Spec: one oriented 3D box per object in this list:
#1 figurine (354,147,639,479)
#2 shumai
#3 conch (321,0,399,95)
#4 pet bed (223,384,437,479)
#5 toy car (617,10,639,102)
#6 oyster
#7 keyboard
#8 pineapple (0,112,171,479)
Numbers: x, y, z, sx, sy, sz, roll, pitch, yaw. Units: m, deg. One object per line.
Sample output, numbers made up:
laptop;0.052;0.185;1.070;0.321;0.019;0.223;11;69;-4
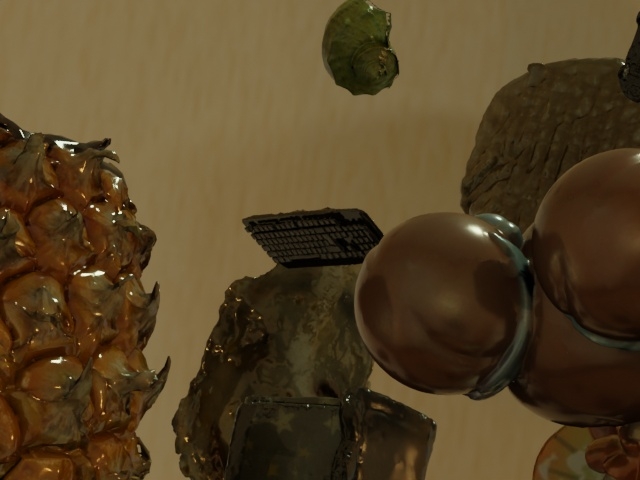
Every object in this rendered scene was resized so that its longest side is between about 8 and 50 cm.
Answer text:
figurine;0.222;0.124;1.397;0.276;0.388;0.248;-19;8;34
shumai;0.312;-0.013;2.223;0.267;0.314;0.262;-15;-41;20
conch;0.039;-0.192;1.932;0.074;0.089;0.121;16;30;-29
pet bed;0.017;0.245;1.679;0.159;0.211;0.183;-1;-25;19
toy car;0.294;-0.167;1.775;0.041;0.093;0.025;25;16;29
oyster;-0.055;0.199;2.149;0.204;0.396;0.111;9;-1;1
keyboard;-0.001;0.001;1.881;0.196;0.015;0.074;-3;-50;55
pineapple;-0.271;0.095;1.411;0.352;0.300;0.352;0;-27;0
